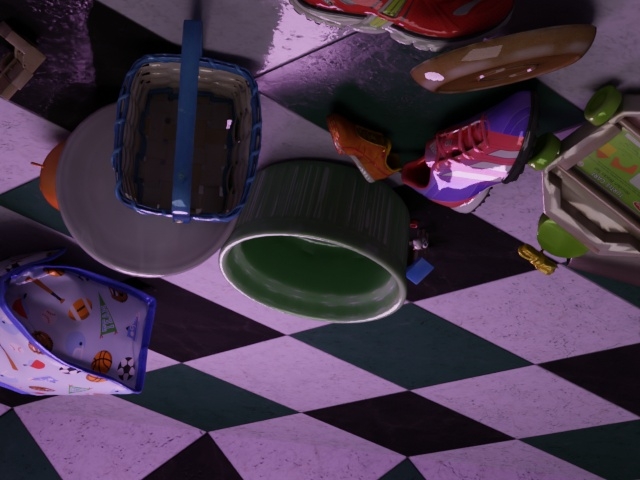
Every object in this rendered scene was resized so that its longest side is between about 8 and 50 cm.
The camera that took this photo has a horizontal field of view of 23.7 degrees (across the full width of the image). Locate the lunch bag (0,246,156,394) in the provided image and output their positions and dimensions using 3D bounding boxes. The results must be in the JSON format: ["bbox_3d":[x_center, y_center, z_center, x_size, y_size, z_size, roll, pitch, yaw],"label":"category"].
[{"bbox_3d":[-0.558,0.147,2.869,0.328,0.239,0.385,-9,158,38],"label":"lunch bag"}]

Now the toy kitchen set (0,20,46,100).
[{"bbox_3d":[-0.447,-0.259,2.135,0.068,0.083,0.075,44,-177,41],"label":"toy kitchen set"}]

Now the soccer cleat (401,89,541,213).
[{"bbox_3d":[0.213,-0.127,2.149,0.116,0.108,0.318,16,158,-11],"label":"soccer cleat"}]

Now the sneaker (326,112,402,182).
[{"bbox_3d":[0.062,-0.146,2.230,0.067,0.064,0.175,-25,149,20],"label":"sneaker"}]

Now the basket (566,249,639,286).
[{"bbox_3d":[0.493,-0.002,2.280,0.227,0.154,0.204,11,154,3],"label":"basket"}]

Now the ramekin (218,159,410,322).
[{"bbox_3d":[0.000,0.000,2.425,0.303,0.148,0.303,10,153,5],"label":"ramekin"}]

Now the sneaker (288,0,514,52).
[{"bbox_3d":[0.098,-0.303,1.807,0.279,0.107,0.118,6,142,-3],"label":"sneaker"}]

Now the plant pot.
[{"bbox_3d":[0.229,-0.220,1.887,0.236,0.032,0.236,-12,176,-1],"label":"plant pot"}]

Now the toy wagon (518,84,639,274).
[{"bbox_3d":[0.413,-0.068,2.127,0.267,0.068,0.344,36,132,-17],"label":"toy wagon"}]

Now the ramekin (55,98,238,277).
[{"bbox_3d":[-0.256,-0.069,2.262,0.273,0.272,0.127,12,167,-8],"label":"ramekin"}]

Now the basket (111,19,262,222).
[{"bbox_3d":[-0.180,-0.148,2.072,0.201,0.254,0.289,5,174,0],"label":"basket"}]

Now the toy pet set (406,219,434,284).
[{"bbox_3d":[0.130,0.023,2.556,0.122,0.065,0.114,-7,151,33],"label":"toy pet set"}]

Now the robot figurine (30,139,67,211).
[{"bbox_3d":[-0.354,-0.083,2.415,0.158,0.128,0.219,41,-178,42],"label":"robot figurine"}]
